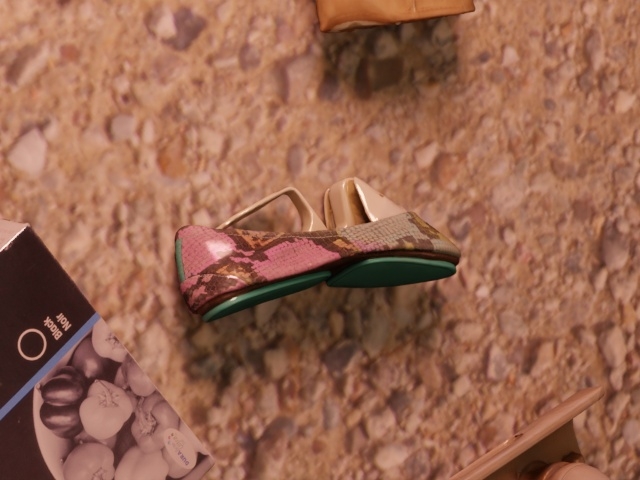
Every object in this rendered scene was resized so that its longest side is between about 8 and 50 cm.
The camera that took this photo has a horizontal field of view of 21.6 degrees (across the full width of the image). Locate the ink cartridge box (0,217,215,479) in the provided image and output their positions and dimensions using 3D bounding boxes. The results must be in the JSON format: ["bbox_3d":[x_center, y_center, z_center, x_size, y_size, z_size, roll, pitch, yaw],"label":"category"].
[{"bbox_3d":[-0.193,0.130,0.999,0.208,0.045,0.206,-46,116,-24],"label":"ink cartridge box"}]

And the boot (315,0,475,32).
[{"bbox_3d":[-0.002,-0.270,1.102,0.236,0.089,0.270,-12,99,-34],"label":"boot"}]

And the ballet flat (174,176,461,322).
[{"bbox_3d":[0.000,0.000,1.123,0.221,0.077,0.079,-9,76,-34],"label":"ballet flat"}]

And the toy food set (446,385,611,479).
[{"bbox_3d":[0.170,0.287,1.227,0.219,0.092,0.306,-29,106,-32],"label":"toy food set"}]
